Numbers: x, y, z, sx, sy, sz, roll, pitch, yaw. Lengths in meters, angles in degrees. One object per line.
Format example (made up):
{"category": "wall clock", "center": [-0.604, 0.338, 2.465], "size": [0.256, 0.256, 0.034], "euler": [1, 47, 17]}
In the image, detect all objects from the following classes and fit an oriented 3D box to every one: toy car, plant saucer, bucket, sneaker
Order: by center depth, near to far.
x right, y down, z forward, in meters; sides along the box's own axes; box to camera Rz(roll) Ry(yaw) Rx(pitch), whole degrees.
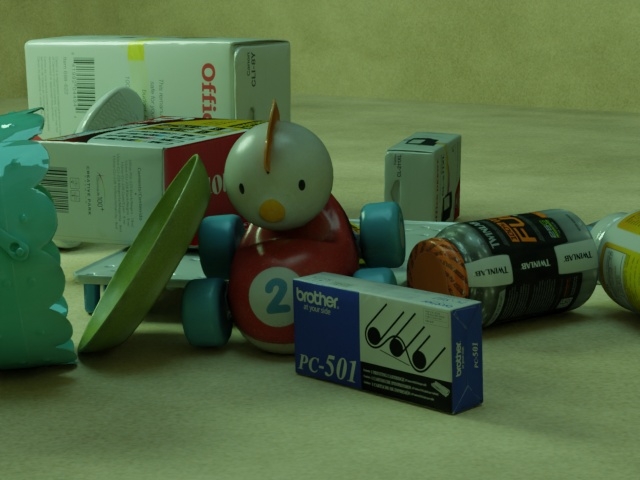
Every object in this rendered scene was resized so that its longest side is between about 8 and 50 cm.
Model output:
{"category": "bucket", "center": [-0.350, 0.007, 1.564], "size": [0.183, 0.281, 0.281], "euler": [-8, 12, -10]}
{"category": "toy car", "center": [-0.040, -0.028, 1.610], "size": [0.219, 0.238, 0.210], "euler": [-4, 39, 11]}
{"category": "plant saucer", "center": [-0.177, 0.021, 1.643], "size": [0.037, 0.241, 0.241], "euler": [31, 7, -9]}
{"category": "sneaker", "center": [-0.356, -0.110, 2.246], "size": [0.094, 0.256, 0.151], "euler": [38, -21, -34]}

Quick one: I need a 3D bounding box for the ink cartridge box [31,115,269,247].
{"category": "ink cartridge box", "center": [-0.175, -0.081, 2.043], "size": [0.272, 0.130, 0.309], "euler": [5, 12, 26]}

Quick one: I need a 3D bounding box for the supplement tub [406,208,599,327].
{"category": "supplement tub", "center": [0.196, 0.032, 1.701], "size": [0.190, 0.117, 0.117], "euler": [-9, 13, -31]}

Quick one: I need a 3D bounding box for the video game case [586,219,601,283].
{"category": "video game case", "center": [0.390, 0.013, 2.000], "size": [0.204, 0.025, 0.285], "euler": [6, 13, 35]}

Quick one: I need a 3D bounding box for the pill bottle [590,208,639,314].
{"category": "pill bottle", "center": [0.370, 0.029, 1.690], "size": [0.118, 0.117, 0.208], "euler": [-5, 12, -18]}

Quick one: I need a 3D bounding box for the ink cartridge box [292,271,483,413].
{"category": "ink cartridge box", "center": [0.059, 0.092, 1.470], "size": [0.046, 0.097, 0.207], "euler": [-12, 15, -42]}

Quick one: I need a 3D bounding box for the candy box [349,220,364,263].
{"category": "candy box", "center": [0.000, 0.000, 1.864], "size": [0.105, 0.027, 0.206], "euler": [-8, 12, -14]}

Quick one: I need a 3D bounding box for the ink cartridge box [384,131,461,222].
{"category": "ink cartridge box", "center": [0.148, -0.079, 2.243], "size": [0.072, 0.127, 0.175], "euler": [4, 13, 16]}

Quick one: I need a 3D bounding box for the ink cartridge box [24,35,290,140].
{"category": "ink cartridge box", "center": [-0.240, -0.164, 2.351], "size": [0.385, 0.279, 0.160], "euler": [5, 12, 31]}

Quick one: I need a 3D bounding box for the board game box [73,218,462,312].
{"category": "board game box", "center": [-0.043, 0.030, 1.918], "size": [0.390, 0.050, 0.390], "euler": [2, 11, 18]}
